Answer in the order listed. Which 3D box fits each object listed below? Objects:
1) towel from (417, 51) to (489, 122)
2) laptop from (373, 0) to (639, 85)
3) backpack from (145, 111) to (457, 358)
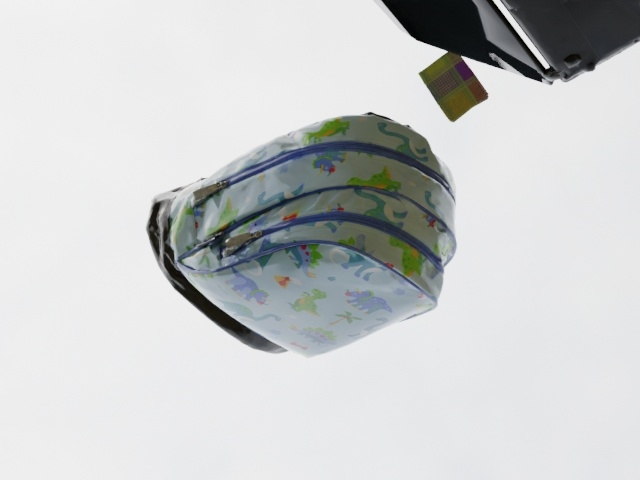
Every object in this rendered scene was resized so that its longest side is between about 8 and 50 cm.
[{"bbox_3d":[0.168,-0.195,1.181,0.060,0.009,0.083,-36,-70,12],"label":"towel"},{"bbox_3d":[0.111,-0.217,0.562,0.234,0.264,0.136,36,-145,-43],"label":"laptop"},{"bbox_3d":[0.000,0.000,1.116,0.290,0.355,0.273,41,-151,-31],"label":"backpack"}]
